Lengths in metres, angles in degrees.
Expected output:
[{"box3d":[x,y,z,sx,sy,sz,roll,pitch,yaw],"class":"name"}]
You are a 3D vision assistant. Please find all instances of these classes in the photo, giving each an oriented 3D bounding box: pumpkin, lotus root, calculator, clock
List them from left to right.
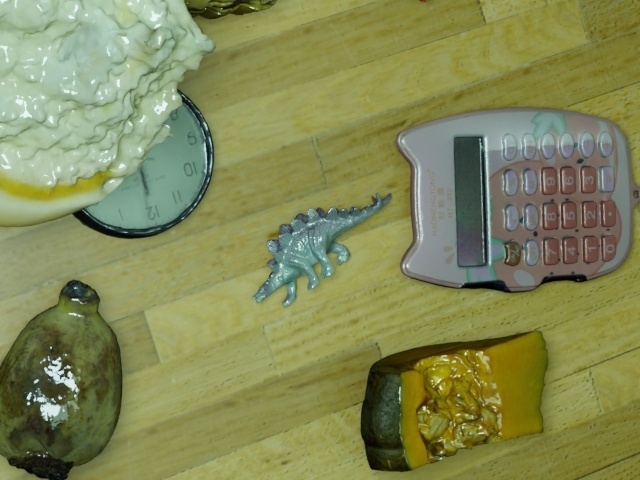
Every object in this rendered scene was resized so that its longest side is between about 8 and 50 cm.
[{"box3d":[-0.275,0.149,1.693,0.138,0.138,0.214,19,86,-17],"class":"lotus root"},{"box3d":[-0.206,-0.093,1.754,0.184,0.040,0.184,0,91,-18],"class":"clock"},{"box3d":[0.142,0.185,1.837,0.248,0.126,0.131,-7,85,-36],"class":"pumpkin"},{"box3d":[0.239,-0.048,1.897,0.329,0.048,0.220,-2,90,-20],"class":"calculator"}]

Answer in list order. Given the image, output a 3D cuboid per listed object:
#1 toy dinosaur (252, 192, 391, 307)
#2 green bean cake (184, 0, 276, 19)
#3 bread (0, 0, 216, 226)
[{"box3d":[0.001,0.000,1.823,0.209,0.039,0.082,-36,99,-15],"class":"toy dinosaur"},{"box3d":[-0.162,-0.346,1.718,0.224,0.131,0.230,-11,91,-19],"class":"green bean cake"},{"box3d":[-0.283,-0.229,1.568,0.329,0.245,0.424,7,113,-23],"class":"bread"}]
